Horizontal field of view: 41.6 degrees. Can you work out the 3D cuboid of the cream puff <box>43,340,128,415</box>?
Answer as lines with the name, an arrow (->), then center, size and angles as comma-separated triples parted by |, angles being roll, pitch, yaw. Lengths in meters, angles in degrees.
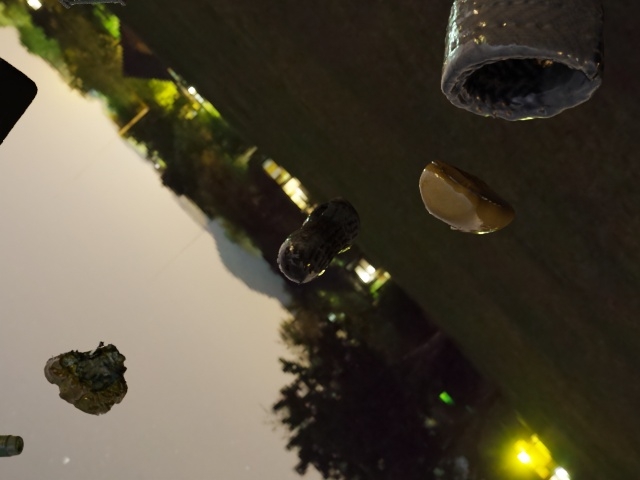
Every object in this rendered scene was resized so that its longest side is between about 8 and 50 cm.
cream puff -> -0.443, 0.267, 1.597 | 0.156, 0.121, 0.156 | 34, -146, -28

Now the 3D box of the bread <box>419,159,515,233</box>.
bread -> 0.144, -0.037, 0.854 | 0.082, 0.056, 0.115 | 43, -164, 27

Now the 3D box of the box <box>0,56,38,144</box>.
box -> -0.734, -0.222, 1.655 | 0.058, 0.350, 0.211 | 35, 178, 38

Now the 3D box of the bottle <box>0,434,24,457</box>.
bottle -> -0.434, 0.271, 1.108 | 0.030, 0.083, 0.030 | -4, -90, -82

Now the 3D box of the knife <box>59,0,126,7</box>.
knife -> -0.388, -0.445, 1.270 | 0.278, 0.123, 0.053 | 70, -161, -60

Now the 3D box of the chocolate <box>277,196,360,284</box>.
chocolate -> 0.000, 0.000, 1.639 | 0.110, 0.248, 0.110 | 19, 128, 26

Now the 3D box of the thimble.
thimble -> 0.313, -0.300, 1.302 | 0.245, 0.157, 0.217 | -3, 158, 27
